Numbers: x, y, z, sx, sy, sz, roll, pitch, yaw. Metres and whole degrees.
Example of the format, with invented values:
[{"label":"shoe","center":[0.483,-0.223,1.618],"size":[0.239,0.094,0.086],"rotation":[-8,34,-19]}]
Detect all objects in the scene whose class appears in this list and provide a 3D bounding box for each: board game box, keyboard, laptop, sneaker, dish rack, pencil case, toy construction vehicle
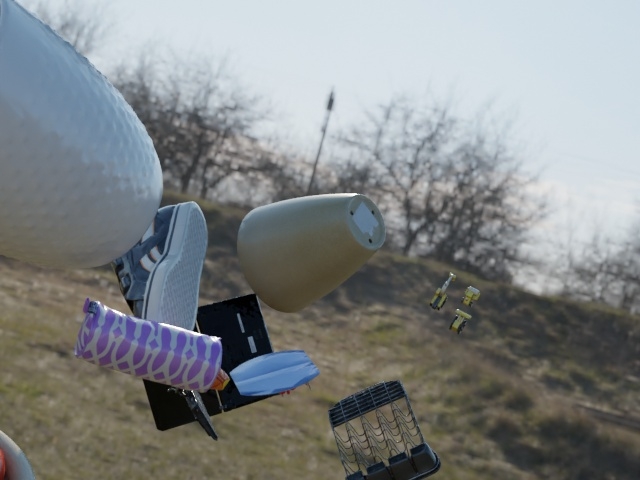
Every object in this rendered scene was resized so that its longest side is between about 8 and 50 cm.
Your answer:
[{"label":"board game box","center":[-0.074,0.232,1.717],"size":[0.133,0.033,0.169],"rotation":[-15,16,-12]},{"label":"keyboard","center":[-0.213,0.254,1.655],"size":[0.100,0.038,0.192],"rotation":[62,-9,-16]},{"label":"laptop","center":[-0.245,0.264,2.274],"size":[0.264,0.234,0.137],"rotation":[-13,-7,-39]},{"label":"sneaker","center":[-0.262,0.066,1.628],"size":[0.128,0.126,0.321],"rotation":[-11,34,12]},{"label":"dish rack","center":[0.127,0.429,2.281],"size":[0.208,0.074,0.271],"rotation":[-23,34,2]},{"label":"pencil case","center":[-0.236,0.145,1.425],"size":[0.206,0.086,0.088],"rotation":[22,31,-22]},{"label":"sneaker","center":[-0.241,0.259,1.997],"size":[0.175,0.064,0.067],"rotation":[9,-33,53]},{"label":"toy construction vehicle","center":[0.266,0.123,2.063],"size":[0.086,0.098,0.035],"rotation":[31,-13,20]}]

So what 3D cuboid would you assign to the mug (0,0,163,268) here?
[{"label":"mug","center":[-0.405,-0.110,1.333],"size":[0.374,0.276,0.328],"rotation":[-6,-31,37]}]

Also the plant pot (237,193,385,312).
[{"label":"plant pot","center":[0.000,0.000,2.301],"size":[0.274,0.256,0.257],"rotation":[-24,-30,39]}]

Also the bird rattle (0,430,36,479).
[{"label":"bird rattle","center":[-0.352,0.246,1.038],"size":[0.254,0.143,0.207],"rotation":[24,23,-18]}]
